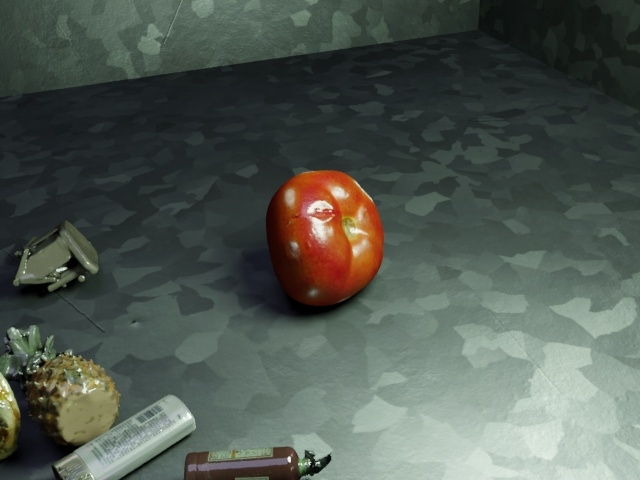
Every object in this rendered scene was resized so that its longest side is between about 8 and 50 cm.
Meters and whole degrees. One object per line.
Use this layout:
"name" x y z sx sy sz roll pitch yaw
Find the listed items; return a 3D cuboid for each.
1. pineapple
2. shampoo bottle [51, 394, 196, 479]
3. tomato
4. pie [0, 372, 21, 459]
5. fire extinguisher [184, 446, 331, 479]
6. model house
"pineapple" -0.489 0.245 1.255 0.170 0.141 0.310 18 5 -46
"shampoo bottle" -0.324 0.344 1.160 0.227 0.056 0.086 -28 41 -34
"tomato" 0.000 0.000 1.510 0.226 0.299 0.298 -23 16 39
"pie" -0.596 0.285 1.189 0.205 0.179 0.084 15 19 27
"fire extinguisher" -0.096 0.355 1.081 0.230 0.099 0.071 -4 52 1
"model house" -0.633 0.044 1.634 0.188 0.123 0.229 -27 22 -13
